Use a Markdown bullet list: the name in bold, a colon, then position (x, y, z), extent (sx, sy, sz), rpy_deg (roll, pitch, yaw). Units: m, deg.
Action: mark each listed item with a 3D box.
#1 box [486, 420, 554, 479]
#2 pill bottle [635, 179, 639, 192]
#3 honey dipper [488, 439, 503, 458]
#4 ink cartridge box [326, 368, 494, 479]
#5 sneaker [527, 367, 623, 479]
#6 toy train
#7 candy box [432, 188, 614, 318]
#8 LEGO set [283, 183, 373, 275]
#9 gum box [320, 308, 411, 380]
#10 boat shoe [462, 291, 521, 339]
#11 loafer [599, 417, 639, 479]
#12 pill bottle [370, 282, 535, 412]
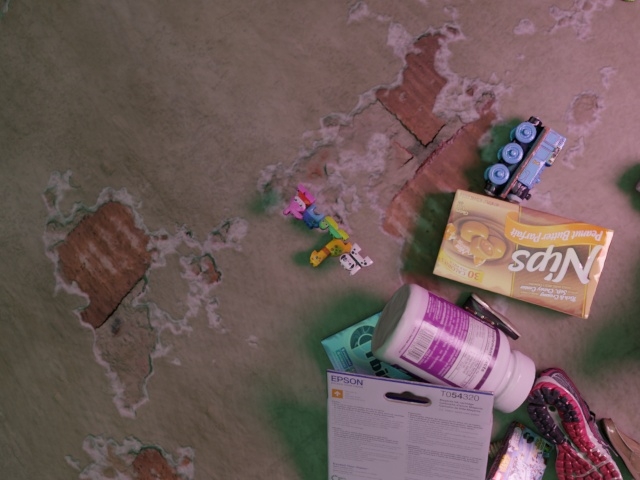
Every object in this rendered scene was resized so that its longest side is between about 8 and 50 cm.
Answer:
- **box**: position (0.409, 0.454, 1.326), extent (0.093, 0.027, 0.137), rpy_deg (33, 65, 5)
- **pill bottle**: position (0.714, -0.072, 1.260), extent (0.184, 0.103, 0.103), rpy_deg (40, 97, 7)
- **honey dipper**: position (0.317, 0.466, 1.377), extent (0.160, 0.030, 0.031), rpy_deg (-27, 86, 11)
- **ink cartridge box**: position (0.175, 0.395, 1.315), extent (0.323, 0.071, 0.330), rpy_deg (6, 117, 13)
- **sneaker**: position (0.522, 0.395, 1.303), extent (0.120, 0.112, 0.299), rpy_deg (-20, 100, 34)
- **toy train**: position (0.414, -0.160, 1.330), extent (0.105, 0.080, 0.184), rpy_deg (32, 96, 3)
- **candy box**: position (0.406, 0.025, 1.326), extent (0.316, 0.087, 0.183), rpy_deg (16, 93, 9)
- **LEGO set**: position (0.000, 0.000, 1.400), extent (0.093, 0.087, 0.227), rpy_deg (-42, 83, -7)
- **gum box**: position (0.117, 0.246, 1.406), extent (0.184, 0.041, 0.157), rpy_deg (-27, 86, 8)
- **boat shoe**: position (0.359, 0.165, 1.358), extent (0.133, 0.049, 0.042), rpy_deg (38, 101, 11)
- **loafer**: position (0.618, 0.415, 1.311), extent (0.050, 0.056, 0.148), rpy_deg (-33, 95, 8)
- **pill bottle**: position (0.267, 0.222, 1.298), extent (0.301, 0.169, 0.169), rpy_deg (29, 96, -7)
